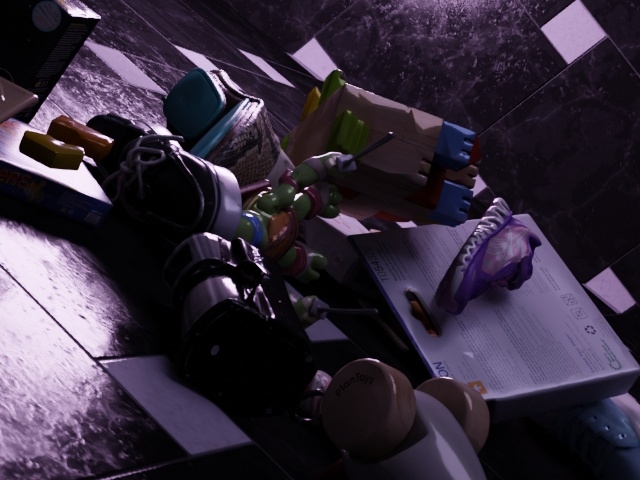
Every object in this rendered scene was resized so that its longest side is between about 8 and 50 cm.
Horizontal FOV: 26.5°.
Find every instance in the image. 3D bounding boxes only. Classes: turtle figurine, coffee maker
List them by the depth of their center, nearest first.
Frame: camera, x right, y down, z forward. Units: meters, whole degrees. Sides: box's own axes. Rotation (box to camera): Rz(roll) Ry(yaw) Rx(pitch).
[{"bbox_3d":[-0.076,0.091,1.347,0.171,0.120,0.178,57,4,-27],"label":"coffee maker"},{"bbox_3d":[0.000,0.000,1.662,0.266,0.274,0.198,-23,96,-80],"label":"turtle figurine"}]

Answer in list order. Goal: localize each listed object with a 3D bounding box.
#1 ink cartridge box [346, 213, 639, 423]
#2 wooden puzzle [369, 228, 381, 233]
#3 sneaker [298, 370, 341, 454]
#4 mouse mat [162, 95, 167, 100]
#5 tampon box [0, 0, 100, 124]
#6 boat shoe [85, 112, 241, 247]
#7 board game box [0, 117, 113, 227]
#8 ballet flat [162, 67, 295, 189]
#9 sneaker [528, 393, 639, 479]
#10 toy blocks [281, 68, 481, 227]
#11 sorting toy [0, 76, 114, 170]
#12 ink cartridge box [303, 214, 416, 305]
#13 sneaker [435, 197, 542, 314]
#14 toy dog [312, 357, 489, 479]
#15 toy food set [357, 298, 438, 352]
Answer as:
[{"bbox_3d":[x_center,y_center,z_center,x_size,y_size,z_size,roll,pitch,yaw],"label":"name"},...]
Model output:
[{"bbox_3d":[0.235,0.106,1.922,0.330,0.071,0.324,-7,48,-27],"label":"ink cartridge box"},{"bbox_3d":[0.194,0.052,2.242,0.221,0.044,0.239,15,14,-10],"label":"wooden puzzle"},{"bbox_3d":[0.011,0.175,1.381,0.070,0.051,0.134,32,10,-17],"label":"sneaker"},{"bbox_3d":[-0.166,-0.166,2.220,0.189,0.007,0.152,26,16,-37],"label":"mouse mat"},{"bbox_3d":[-0.357,-0.230,1.562,0.120,0.161,0.101,38,12,5],"label":"tampon box"},{"bbox_3d":[-0.194,-0.077,1.582,0.105,0.113,0.306,20,18,-36],"label":"boat shoe"},{"bbox_3d":[-0.328,-0.091,1.433,0.201,0.035,0.136,24,19,-46],"label":"board game box"},{"bbox_3d":[-0.115,-0.119,1.877,0.182,0.164,0.483,42,7,-19],"label":"ballet flat"},{"bbox_3d":[0.361,0.257,1.960,0.150,0.135,0.366,-2,35,-21],"label":"sneaker"},{"bbox_3d":[0.101,-0.100,1.919,0.261,0.191,0.381,19,-13,-12],"label":"toy blocks"},{"bbox_3d":[-0.369,-0.133,1.333,0.307,0.041,0.229,27,19,2],"label":"sorting toy"},{"bbox_3d":[0.042,0.015,2.053,0.189,0.066,0.232,25,10,-44],"label":"ink cartridge box"},{"bbox_3d":[0.241,0.034,1.888,0.104,0.095,0.236,36,41,5],"label":"sneaker"},{"bbox_3d":[0.079,0.254,1.158,0.220,0.161,0.334,35,27,-26],"label":"toy dog"},{"bbox_3d":[0.150,0.129,1.950,0.192,0.038,0.132,23,19,-49],"label":"toy food set"}]
